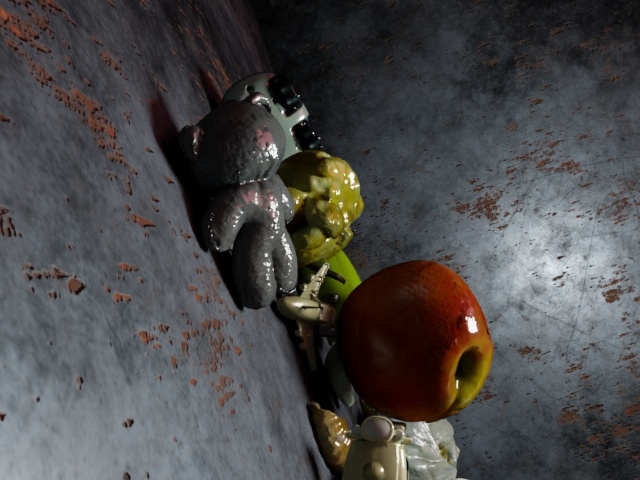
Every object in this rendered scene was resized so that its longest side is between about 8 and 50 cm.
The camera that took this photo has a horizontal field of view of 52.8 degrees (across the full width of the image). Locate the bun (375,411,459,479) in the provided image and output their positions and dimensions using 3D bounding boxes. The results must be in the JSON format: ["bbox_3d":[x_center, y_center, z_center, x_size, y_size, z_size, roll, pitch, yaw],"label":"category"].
[{"bbox_3d":[0.278,0.589,1.799,0.354,0.194,0.354,44,35,-42],"label":"bun"}]

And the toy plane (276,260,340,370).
[{"bbox_3d":[-0.017,0.154,1.369,0.256,0.104,0.241,43,53,-69],"label":"toy plane"}]

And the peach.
[{"bbox_3d":[0.201,0.217,1.434,0.290,0.373,0.372,-2,64,-37],"label":"peach"}]

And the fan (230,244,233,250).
[{"bbox_3d":[-0.161,-0.009,1.127,0.056,0.004,0.083,-102,170,-53],"label":"fan"}]

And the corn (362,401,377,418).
[{"bbox_3d":[0.199,0.596,1.958,0.086,0.087,0.288,55,17,-68],"label":"corn"}]

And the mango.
[{"bbox_3d":[0.030,0.120,1.700,0.192,0.156,0.343,74,-5,-60],"label":"mango"}]

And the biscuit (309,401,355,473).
[{"bbox_3d":[0.037,0.395,1.273,0.183,0.061,0.118,64,9,-47],"label":"biscuit"}]

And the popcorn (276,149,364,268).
[{"bbox_3d":[-0.038,-0.059,1.391,0.276,0.226,0.276,7,90,-71],"label":"popcorn"}]

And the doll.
[{"bbox_3d":[-0.134,-0.058,1.055,0.246,0.158,0.340,-35,124,-52],"label":"doll"}]

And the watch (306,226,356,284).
[{"bbox_3d":[-0.001,-0.007,1.576,0.268,0.165,0.102,27,-22,37],"label":"watch"}]

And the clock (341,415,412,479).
[{"bbox_3d":[0.106,0.464,1.195,0.379,0.120,0.276,54,40,-74],"label":"clock"}]

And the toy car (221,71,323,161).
[{"bbox_3d":[-0.125,-0.269,1.510,0.255,0.189,0.190,59,-3,-27],"label":"toy car"}]

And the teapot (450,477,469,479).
[{"bbox_3d":[0.232,0.626,1.352,0.166,0.300,0.208,47,-18,10],"label":"teapot"}]

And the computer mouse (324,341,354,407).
[{"bbox_3d":[0.044,0.333,1.570,0.089,0.056,0.181,-86,162,-65],"label":"computer mouse"}]
